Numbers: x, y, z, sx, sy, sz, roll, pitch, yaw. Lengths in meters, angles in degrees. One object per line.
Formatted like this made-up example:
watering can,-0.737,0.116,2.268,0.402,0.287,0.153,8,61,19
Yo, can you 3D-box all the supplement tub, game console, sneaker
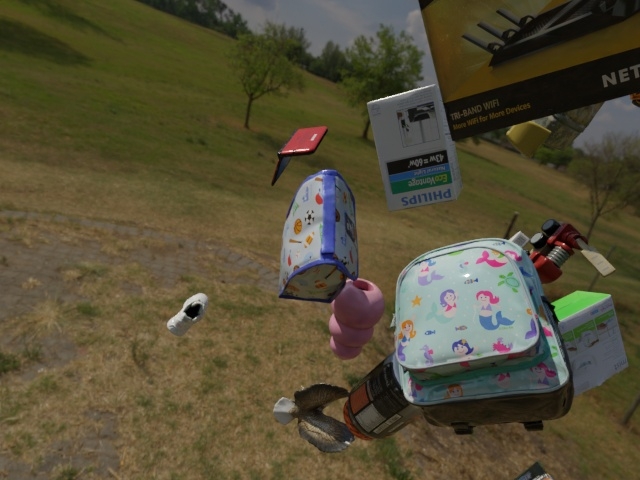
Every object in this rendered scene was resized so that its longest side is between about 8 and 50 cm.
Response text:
supplement tub,0.227,0.521,1.519,0.206,0.338,0.207,21,41,-19
game console,-0.048,-0.198,1.068,0.123,0.085,0.144,-2,34,18
sneaker,-0.454,0.254,1.664,0.090,0.115,0.232,45,24,-10

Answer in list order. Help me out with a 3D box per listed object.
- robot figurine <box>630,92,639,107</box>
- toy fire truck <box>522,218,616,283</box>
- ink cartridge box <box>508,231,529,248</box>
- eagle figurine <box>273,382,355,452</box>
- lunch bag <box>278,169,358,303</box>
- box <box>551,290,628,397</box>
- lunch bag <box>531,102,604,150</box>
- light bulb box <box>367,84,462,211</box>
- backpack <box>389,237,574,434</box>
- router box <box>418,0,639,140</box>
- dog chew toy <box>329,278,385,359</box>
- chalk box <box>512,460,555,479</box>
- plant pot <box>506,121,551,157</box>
robot figurine,0.943,-0.436,1.182,0.085,0.211,0.291,-26,22,-28
toy fire truck,0.815,0.063,1.524,0.158,0.217,0.246,40,6,-9
ink cartridge box,0.412,0.025,1.008,0.029,0.063,0.115,44,-9,14
eagle figurine,-0.014,0.650,1.748,0.226,0.225,0.298,41,-21,-17
lunch bag,0.000,0.000,1.498,0.238,0.328,0.385,5,-25,-9
box,0.742,0.305,1.344,0.261,0.231,0.126,-21,7,-17
lunch bag,0.784,-0.498,1.546,0.212,0.256,0.305,9,42,-39
light bulb box,0.341,-0.315,1.577,0.225,0.362,0.358,-9,9,22
backpack,0.215,0.114,0.653,0.224,0.191,0.254,-16,40,24
router box,0.257,-0.264,0.499,0.080,0.243,0.308,-22,9,-31
dog chew toy,0.127,0.319,1.781,0.206,0.332,0.207,12,20,-4
chalk box,0.667,0.811,1.359,0.179,0.180,0.289,49,5,8
plant pot,0.538,-0.275,1.200,0.083,0.081,0.081,38,21,6
